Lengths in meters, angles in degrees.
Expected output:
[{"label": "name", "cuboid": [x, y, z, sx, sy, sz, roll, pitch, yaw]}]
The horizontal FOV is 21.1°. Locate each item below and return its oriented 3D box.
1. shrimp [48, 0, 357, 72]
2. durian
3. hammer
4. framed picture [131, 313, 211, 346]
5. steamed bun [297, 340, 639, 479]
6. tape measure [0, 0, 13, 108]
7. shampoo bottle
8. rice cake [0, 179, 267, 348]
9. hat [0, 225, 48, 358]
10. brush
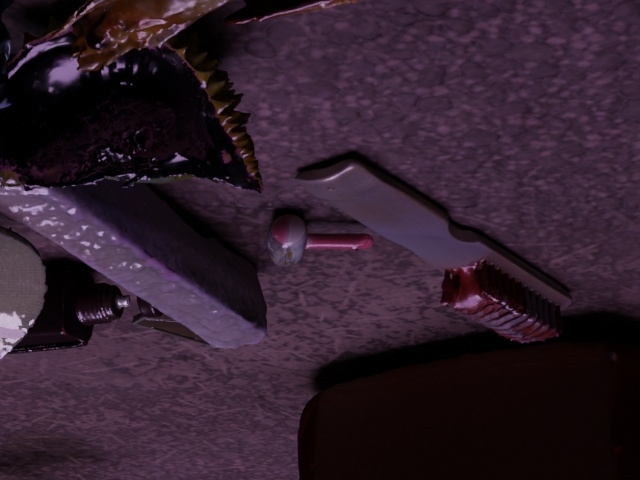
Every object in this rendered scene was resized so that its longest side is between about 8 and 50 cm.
[{"label": "shrimp", "cuboid": [-0.042, -0.156, 0.968, 0.248, 0.068, 0.150, -18, 154, 23]}, {"label": "durian", "cuboid": [-0.122, -0.094, 1.093, 0.186, 0.119, 0.108, 0, -168, 9]}, {"label": "hammer", "cuboid": [0.000, 0.000, 1.336, 0.083, 0.031, 0.052, 0, 157, -4]}, {"label": "framed picture", "cuboid": [-0.113, 0.073, 1.522, 0.089, 0.007, 0.066, 18, 150, -32]}, {"label": "steamed bun", "cuboid": [0.168, 0.236, 1.595, 0.379, 0.235, 0.248, -14, 146, 26]}, {"label": "tape measure", "cuboid": [-0.229, -0.112, 1.024, 0.091, 0.094, 0.054, 2, 153, -5]}, {"label": "shampoo bottle", "cuboid": [-0.242, 0.058, 1.427, 0.236, 0.068, 0.067, -6, 155, 17]}, {"label": "rice cake", "cuboid": [-0.152, -0.011, 1.269, 0.064, 0.070, 0.399, -17, 150, 22]}, {"label": "hat", "cuboid": [-0.335, 0.015, 1.239, 0.257, 0.130, 0.257, -20, 154, -10]}, {"label": "brush", "cuboid": [0.097, 0.016, 1.354, 0.060, 0.050, 0.321, -13, 151, 35]}]
